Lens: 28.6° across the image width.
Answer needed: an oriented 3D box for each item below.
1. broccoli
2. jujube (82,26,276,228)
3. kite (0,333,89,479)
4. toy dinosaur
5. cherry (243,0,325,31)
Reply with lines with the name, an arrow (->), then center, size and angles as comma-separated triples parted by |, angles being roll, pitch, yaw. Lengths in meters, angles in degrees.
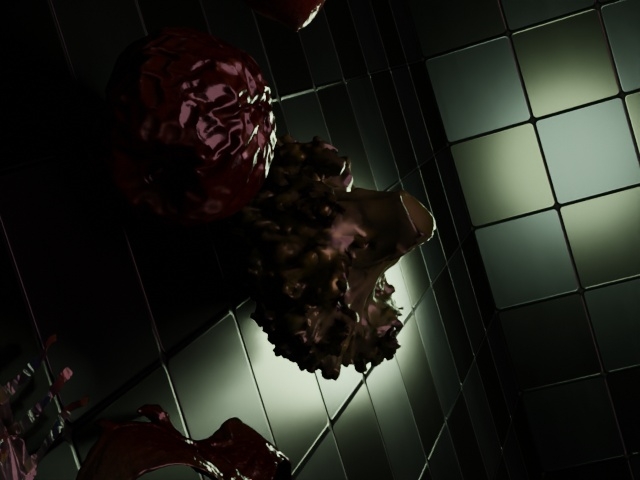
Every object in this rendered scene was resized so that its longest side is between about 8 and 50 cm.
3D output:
broccoli -> 0.001, 0.015, 1.744 | 0.324, 0.272, 0.334 | 38, 14, 19
jujube -> -0.150, -0.129, 1.396 | 0.232, 0.212, 0.213 | -82, 152, -57
kite -> -0.262, 0.165, 1.067 | 0.245, 0.015, 0.141 | -57, 131, -64
toy dinosaur -> -0.131, 0.248, 1.249 | 0.113, 0.206, 0.327 | -62, 174, 8
cherry -> -0.070, -0.463, 1.977 | 0.239, 0.206, 0.239 | 21, 90, -79
